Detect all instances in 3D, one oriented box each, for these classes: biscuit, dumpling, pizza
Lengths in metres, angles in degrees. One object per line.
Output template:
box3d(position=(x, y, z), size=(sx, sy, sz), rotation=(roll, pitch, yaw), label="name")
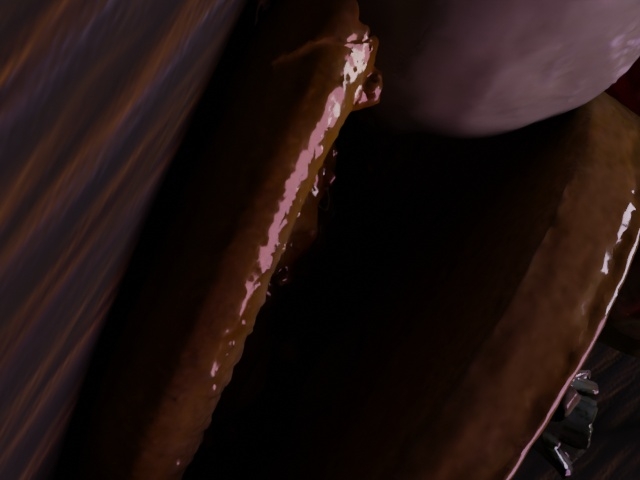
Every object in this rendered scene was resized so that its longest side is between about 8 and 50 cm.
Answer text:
box3d(position=(0.009, 0.070, 0.664), size=(0.343, 0.057, 0.287), rotation=(-56, -160, -14), label="biscuit")
box3d(position=(0.072, -0.117, 0.566), size=(0.162, 0.132, 0.250), rotation=(-22, 163, -17), label="dumpling")
box3d(position=(-0.039, 0.029, 0.568), size=(0.271, 0.056, 0.134), rotation=(-66, 168, 14), label="pizza")

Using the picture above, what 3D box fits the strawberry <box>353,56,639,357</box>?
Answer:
box3d(position=(0.172, -0.107, 0.850), size=(0.292, 0.292, 0.343), rotation=(87, 18, -83), label="strawberry")

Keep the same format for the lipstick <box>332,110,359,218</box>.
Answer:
box3d(position=(0.000, 0.000, 0.903), size=(0.274, 0.061, 0.068), rotation=(-63, 180, -41), label="lipstick")

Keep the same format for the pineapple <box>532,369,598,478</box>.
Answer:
box3d(position=(0.094, 0.089, 1.187), size=(0.262, 0.272, 0.262), rotation=(25, 90, -86), label="pineapple")
